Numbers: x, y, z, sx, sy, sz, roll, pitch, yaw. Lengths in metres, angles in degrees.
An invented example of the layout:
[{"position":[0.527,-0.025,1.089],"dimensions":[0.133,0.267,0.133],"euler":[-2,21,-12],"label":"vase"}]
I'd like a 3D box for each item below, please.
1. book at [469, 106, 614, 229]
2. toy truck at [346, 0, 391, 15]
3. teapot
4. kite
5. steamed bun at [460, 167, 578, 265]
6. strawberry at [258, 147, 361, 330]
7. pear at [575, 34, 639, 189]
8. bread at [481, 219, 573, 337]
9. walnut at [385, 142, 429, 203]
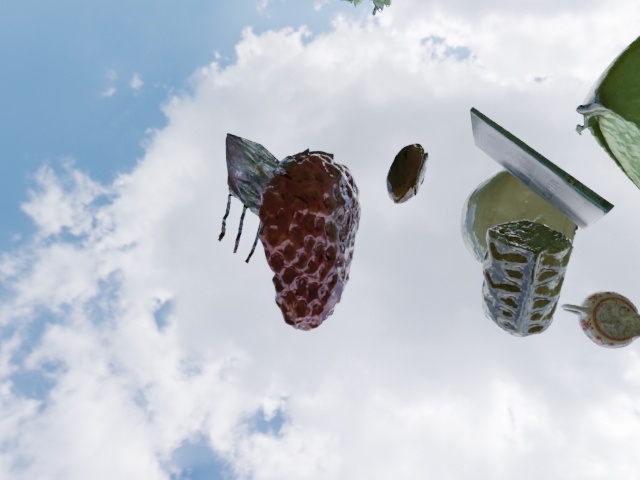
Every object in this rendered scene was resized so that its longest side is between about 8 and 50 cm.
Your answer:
[{"position":[0.397,-0.132,0.820],"dimensions":[0.282,0.215,0.025],"euler":[45,-78,20],"label":"book"},{"position":[0.119,-0.787,1.360],"dimensions":[0.260,0.135,0.128],"euler":[31,-119,17],"label":"toy truck"},{"position":[0.790,0.216,1.223],"dimensions":[0.246,0.116,0.159],"euler":[10,-90,0],"label":"teapot"},{"position":[-0.196,-0.101,1.149],"dimensions":[0.204,0.360,0.022],"euler":[35,-140,10],"label":"kite"},{"position":[0.575,-0.064,1.321],"dimensions":[0.312,0.233,0.333],"euler":[17,-85,-4],"label":"steamed bun"},{"position":[0.000,0.000,0.835],"dimensions":[0.149,0.265,0.336],"euler":[-3,-91,15],"label":"strawberry"},{"position":[0.394,-0.100,0.308],"dimensions":[0.282,0.176,0.286],"euler":[-48,-110,22],"label":"pear"},{"position":[0.409,0.088,0.896],"dimensions":[0.152,0.267,0.130],"euler":[12,-139,27],"label":"bread"},{"position":[0.301,-0.237,1.538],"dimensions":[0.137,0.137,0.245],"euler":[14,-106,9],"label":"walnut"}]
